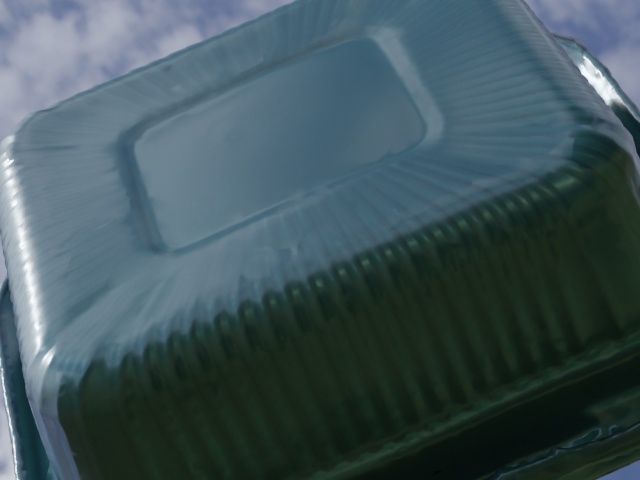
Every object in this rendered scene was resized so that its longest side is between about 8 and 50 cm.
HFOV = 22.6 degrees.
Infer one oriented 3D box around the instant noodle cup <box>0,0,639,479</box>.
[{"bbox_3d":[0.000,0.000,0.376,0.179,0.157,0.070,-23,-54,-1],"label":"instant noodle cup"}]
